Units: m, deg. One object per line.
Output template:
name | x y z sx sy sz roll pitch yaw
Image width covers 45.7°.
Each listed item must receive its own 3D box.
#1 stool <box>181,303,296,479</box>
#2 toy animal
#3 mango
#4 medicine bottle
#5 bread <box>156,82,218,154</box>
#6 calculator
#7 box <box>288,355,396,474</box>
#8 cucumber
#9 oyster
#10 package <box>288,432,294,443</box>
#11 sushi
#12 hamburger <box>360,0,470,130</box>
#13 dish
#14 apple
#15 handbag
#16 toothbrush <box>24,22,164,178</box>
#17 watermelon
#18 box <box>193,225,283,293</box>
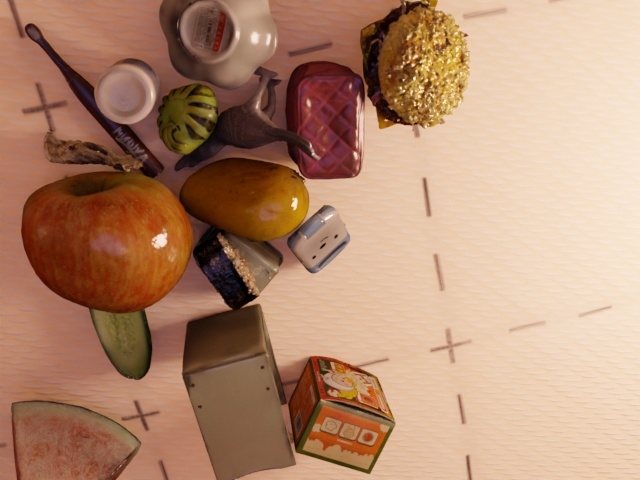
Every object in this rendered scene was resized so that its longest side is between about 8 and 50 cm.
stool | -0.167 0.307 1.573 0.170 0.243 0.270 -14 110 -2
toy animal | -0.122 -0.230 1.431 0.081 0.367 0.206 33 65 -45
mango | -0.150 -0.083 1.482 0.262 0.130 0.167 13 65 22
medicine bottle | -0.346 -0.276 1.380 0.102 0.187 0.103 -2 108 -6
bread | -0.256 -0.233 1.440 0.139 0.071 0.130 -14 76 35
calculator | 0.000 0.000 1.537 0.121 0.210 0.039 -41 67 -4
box | 0.042 0.372 1.648 0.177 0.195 0.148 20 105 -13
cucumber | -0.412 0.178 1.590 0.115 0.063 0.244 -5 110 2
oyster | -0.433 -0.158 1.456 0.106 0.200 0.061 7 100 -54
package | -0.096 0.443 1.743 0.059 0.029 0.083 -37 99 13
sushi | -0.179 0.062 1.471 0.078 0.090 0.150 -31 108 0
hamburger | 0.187 -0.337 1.424 0.243 0.138 0.262 -36 119 -28
dish | -0.194 -0.380 1.366 0.229 0.081 0.229 3 109 7
apple | -0.397 0.009 1.421 0.309 0.277 0.250 11 118 26
handbag | 0.010 -0.233 1.474 0.146 0.135 0.225 -4 113 -9
toothbrush | -0.431 -0.262 1.452 0.041 0.041 0.364 -38 110 6
watermelon | -0.583 0.497 1.591 0.250 0.292 0.283 31 105 14
box | -0.167 0.043 1.562 0.172 0.093 0.124 37 101 -17
